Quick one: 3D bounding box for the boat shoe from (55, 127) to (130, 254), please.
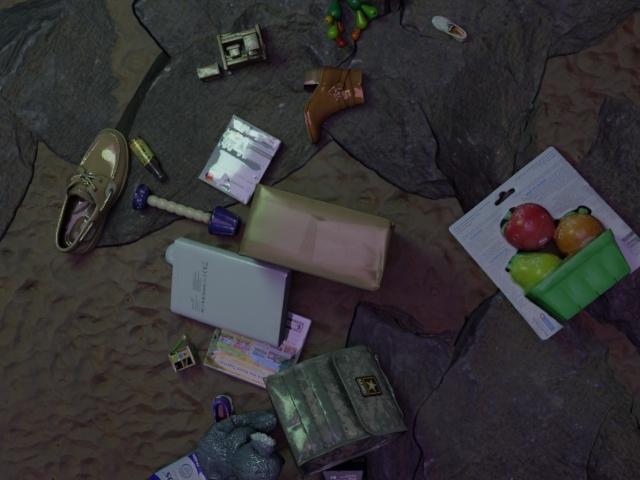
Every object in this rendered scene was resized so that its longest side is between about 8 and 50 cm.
[{"bbox_3d":[-0.583,-0.125,1.868,0.122,0.110,0.341,17,91,6],"label":"boat shoe"}]

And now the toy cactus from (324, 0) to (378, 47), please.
[{"bbox_3d":[0.064,-0.606,1.827,0.180,0.112,0.219,38,101,15],"label":"toy cactus"}]

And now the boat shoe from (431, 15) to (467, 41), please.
[{"bbox_3d":[0.322,-0.531,1.822,0.100,0.035,0.035,37,93,5],"label":"boat shoe"}]

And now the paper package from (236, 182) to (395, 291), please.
[{"bbox_3d":[0.000,0.000,1.707,0.325,0.309,0.168,15,89,5],"label":"paper package"}]

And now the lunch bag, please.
[{"bbox_3d":[0.041,0.395,1.736,0.287,0.169,0.235,-20,60,-10],"label":"lunch bag"}]

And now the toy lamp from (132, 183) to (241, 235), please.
[{"bbox_3d":[-0.338,-0.074,1.859,0.275,0.080,0.080,17,91,5],"label":"toy lamp"}]

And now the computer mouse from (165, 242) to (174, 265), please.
[{"bbox_3d":[-0.313,0.064,1.871,0.193,0.042,0.106,20,92,6],"label":"computer mouse"}]

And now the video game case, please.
[{"bbox_3d":[-0.160,0.258,1.861,0.227,0.026,0.206,20,91,5],"label":"video game case"}]

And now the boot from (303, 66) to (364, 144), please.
[{"bbox_3d":[0.034,-0.339,1.832,0.152,0.073,0.197,-1,91,2],"label":"boot"}]

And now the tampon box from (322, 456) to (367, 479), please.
[{"bbox_3d":[0.064,0.623,1.782,0.102,0.120,0.161,-3,89,7],"label":"tampon box"}]

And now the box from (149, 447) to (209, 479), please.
[{"bbox_3d":[-0.337,0.612,1.848,0.137,0.072,0.126,-30,86,5],"label":"box"}]

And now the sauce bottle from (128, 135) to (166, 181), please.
[{"bbox_3d":[-0.445,-0.210,1.890,0.042,0.042,0.128,-39,84,4],"label":"sauce bottle"}]

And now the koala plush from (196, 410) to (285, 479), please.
[{"bbox_3d":[-0.168,0.521,1.726,0.203,0.221,0.196,6,91,-31],"label":"koala plush"}]

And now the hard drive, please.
[{"bbox_3d":[-0.225,0.125,1.798,0.308,0.040,0.203,15,113,18],"label":"hard drive"}]

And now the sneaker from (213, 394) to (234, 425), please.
[{"bbox_3d":[-0.247,0.477,1.842,0.068,0.071,0.169,-14,88,5],"label":"sneaker"}]

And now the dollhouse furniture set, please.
[{"bbox_3d":[-0.236,-0.483,1.815,0.182,0.161,0.101,-14,87,4],"label":"dollhouse furniture set"}]

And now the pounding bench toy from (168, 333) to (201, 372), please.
[{"bbox_3d":[-0.356,0.287,1.866,0.065,0.052,0.083,-24,87,5],"label":"pounding bench toy"}]

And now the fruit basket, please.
[{"bbox_3d":[0.544,0.005,1.753,0.327,0.165,0.353,-40,70,3],"label":"fruit basket"}]

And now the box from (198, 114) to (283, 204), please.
[{"bbox_3d":[-0.203,-0.205,1.868,0.145,0.038,0.186,29,91,6],"label":"box"}]
